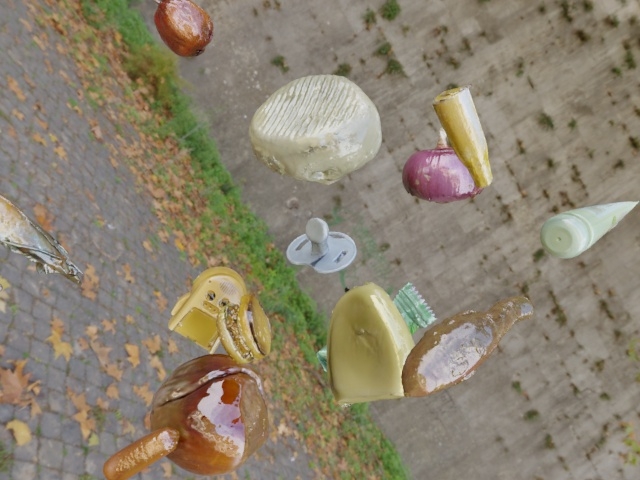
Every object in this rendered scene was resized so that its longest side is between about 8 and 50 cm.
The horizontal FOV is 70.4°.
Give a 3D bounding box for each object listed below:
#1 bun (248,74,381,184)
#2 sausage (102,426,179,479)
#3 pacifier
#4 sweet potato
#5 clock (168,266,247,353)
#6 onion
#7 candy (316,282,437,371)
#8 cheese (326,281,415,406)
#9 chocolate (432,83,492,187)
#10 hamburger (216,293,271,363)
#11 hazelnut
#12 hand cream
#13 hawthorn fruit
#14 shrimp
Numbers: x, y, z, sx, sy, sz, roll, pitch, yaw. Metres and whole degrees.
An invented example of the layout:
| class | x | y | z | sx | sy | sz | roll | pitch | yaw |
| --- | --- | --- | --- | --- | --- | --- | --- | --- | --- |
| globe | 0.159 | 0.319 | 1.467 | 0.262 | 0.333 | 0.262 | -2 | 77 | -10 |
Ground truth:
| class | x | y | z | sx | sy | sz | roll | pitch | yaw |
| --- | --- | --- | --- | --- | --- | --- | --- | --- | --- |
| bun | -0.015 | -0.303 | 1.274 | 0.234 | 0.361 | 0.326 | 72 | 8 | -61 |
| sausage | -0.458 | 0.550 | 1.172 | 0.076 | 0.197 | 0.076 | 58 | -11 | 19 |
| pacifier | 0.000 | 0.000 | 1.665 | 0.278 | 0.227 | 0.207 | 16 | -40 | 34 |
| sweet potato | 0.291 | 0.182 | 0.867 | 0.109 | 0.385 | 0.109 | 36 | -42 | 41 |
| clock | -0.438 | 0.265 | 1.850 | 0.244 | 0.317 | 0.200 | 37 | -2 | -18 |
| onion | 0.540 | -0.310 | 1.974 | 0.358 | 0.358 | 0.345 | 56 | 46 | -77 |
| candy | 0.192 | 0.320 | 1.501 | 0.263 | 0.398 | 0.172 | 42 | 14 | -51 |
| cheese | 0.124 | 0.263 | 1.191 | 0.128 | 0.259 | 0.316 | 31 | 50 | -54 |
| chocolate | 0.310 | -0.213 | 0.967 | 0.219 | 0.085 | 0.086 | 62 | 0 | -20 |
| hamburger | -0.208 | 0.245 | 1.255 | 0.191 | 0.117 | 0.182 | -54 | 129 | -79 |
| hazelnut | -0.332 | 0.529 | 1.384 | 0.372 | 0.372 | 0.315 | -119 | -142 | -51 |
| hand cream | 0.595 | -0.039 | 1.023 | 0.147 | 0.305 | 0.093 | -28 | -97 | 50 |
| hawthorn fruit | -0.423 | -0.657 | 1.401 | 0.173 | 0.173 | 0.179 | 60 | 5 | 13 |
| shrimp | -0.473 | 0.020 | 0.678 | 0.251 | 0.052 | 0.144 | 45 | 54 | -39 |
